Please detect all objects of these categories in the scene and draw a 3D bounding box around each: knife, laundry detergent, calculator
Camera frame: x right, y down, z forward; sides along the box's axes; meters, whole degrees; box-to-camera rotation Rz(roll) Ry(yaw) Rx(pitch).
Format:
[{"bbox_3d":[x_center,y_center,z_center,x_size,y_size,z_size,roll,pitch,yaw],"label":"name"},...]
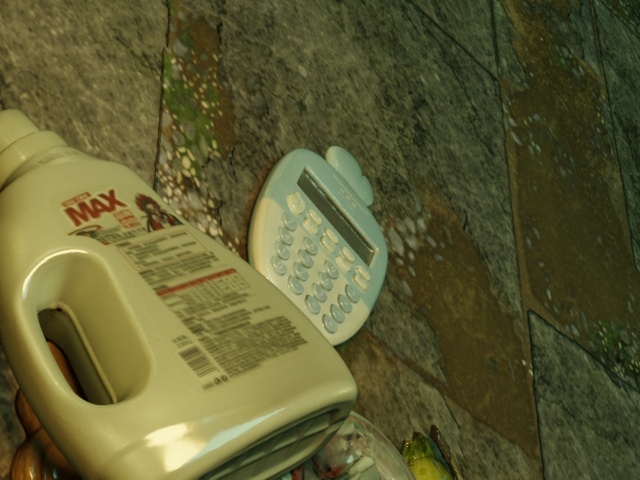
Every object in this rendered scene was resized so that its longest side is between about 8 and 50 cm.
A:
[{"bbox_3d":[0.169,0.309,1.912,0.222,0.021,0.045,62,30,-5],"label":"knife"},{"bbox_3d":[-0.178,0.045,1.444,0.264,0.124,0.398,-22,61,-43],"label":"laundry detergent"},{"bbox_3d":[0.000,0.000,1.905,0.188,0.042,0.302,49,32,-18],"label":"calculator"}]

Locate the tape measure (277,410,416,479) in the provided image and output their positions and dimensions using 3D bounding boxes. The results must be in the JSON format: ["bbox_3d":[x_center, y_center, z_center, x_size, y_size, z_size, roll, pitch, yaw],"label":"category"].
[{"bbox_3d":[0.004,0.283,1.562,0.275,0.147,0.256,61,29,-1],"label":"tape measure"}]

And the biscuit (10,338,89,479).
[{"bbox_3d":[-0.182,0.229,1.431,0.183,0.047,0.319,32,41,-35],"label":"biscuit"}]

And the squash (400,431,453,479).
[{"bbox_3d":[0.112,0.327,1.745,0.094,0.094,0.341,41,34,-29],"label":"squash"}]
